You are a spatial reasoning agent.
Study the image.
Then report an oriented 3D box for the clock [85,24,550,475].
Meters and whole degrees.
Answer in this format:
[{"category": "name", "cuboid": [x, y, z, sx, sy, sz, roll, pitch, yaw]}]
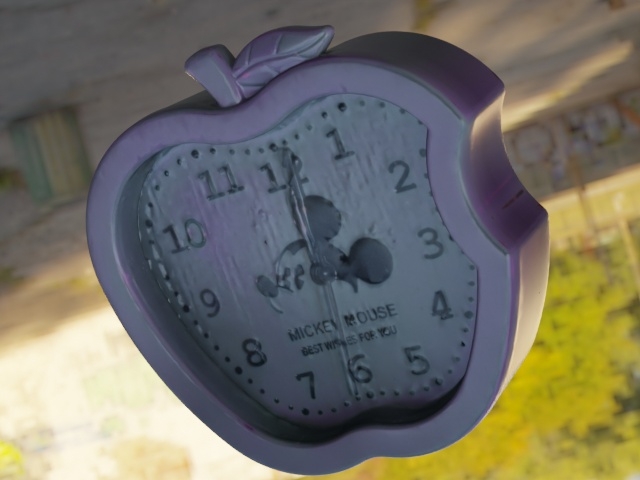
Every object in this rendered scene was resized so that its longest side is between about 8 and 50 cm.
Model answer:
[{"category": "clock", "cuboid": [0.000, 0.000, 1.272, 0.338, 0.338, 0.102, -17, -169, 29]}]
